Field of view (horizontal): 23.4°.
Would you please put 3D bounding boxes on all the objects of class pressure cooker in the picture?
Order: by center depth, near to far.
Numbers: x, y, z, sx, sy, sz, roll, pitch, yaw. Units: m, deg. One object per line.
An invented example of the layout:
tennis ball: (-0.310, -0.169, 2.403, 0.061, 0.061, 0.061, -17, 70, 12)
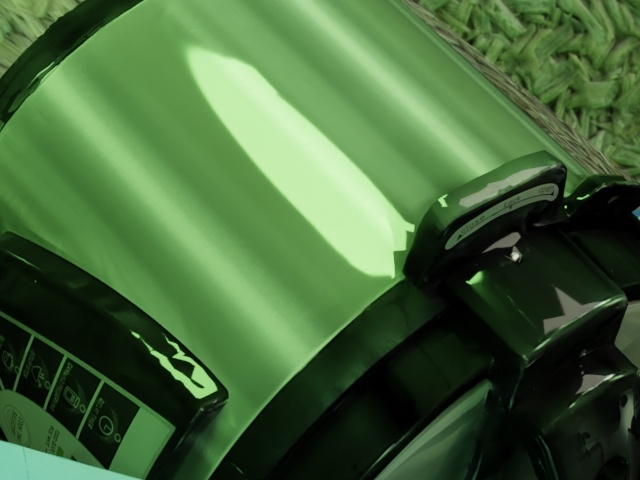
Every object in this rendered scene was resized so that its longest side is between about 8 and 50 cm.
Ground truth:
pressure cooker: (0.016, 0.064, 0.921, 0.420, 0.375, 0.370, 47, 10, 26)

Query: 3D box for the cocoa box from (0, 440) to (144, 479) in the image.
cocoa box: (-0.067, 0.256, 0.620, 0.347, 0.228, 0.231, 24, 27, -39)

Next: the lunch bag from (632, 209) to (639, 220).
lunch bag: (0.217, 0.036, 1.566, 0.293, 0.221, 0.138, 35, -37, 54)
